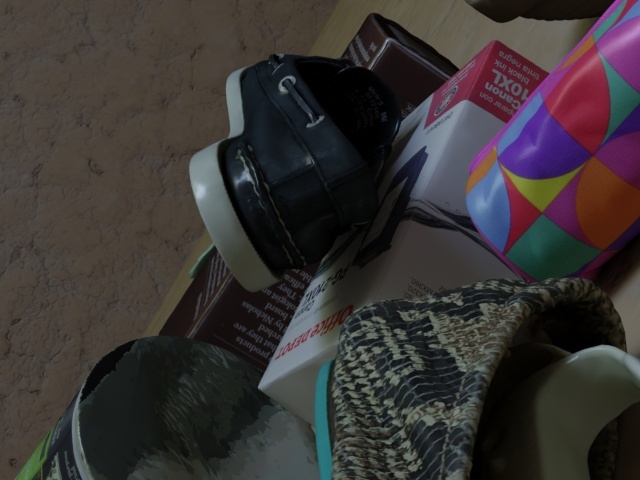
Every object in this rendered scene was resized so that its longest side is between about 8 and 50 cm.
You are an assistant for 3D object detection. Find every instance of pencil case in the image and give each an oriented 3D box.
[{"bbox_3d":[0.172,-0.082,0.672,0.236,0.104,0.104,-54,11,27],"label":"pencil case"}]

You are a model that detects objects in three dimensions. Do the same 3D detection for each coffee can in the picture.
[{"bbox_3d":[-0.146,0.232,0.958,0.275,0.201,0.201,-50,13,34],"label":"coffee can"}]

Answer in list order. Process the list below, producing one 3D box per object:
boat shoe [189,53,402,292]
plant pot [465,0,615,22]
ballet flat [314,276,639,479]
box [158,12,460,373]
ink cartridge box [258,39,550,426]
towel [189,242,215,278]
[{"bbox_3d":[0.000,-0.070,0.863,0.113,0.127,0.340,-25,9,12],"label":"boat shoe"},{"bbox_3d":[0.213,-0.240,0.913,0.237,0.110,0.237,-55,10,14],"label":"plant pot"},{"bbox_3d":[0.070,0.136,0.420,0.182,0.164,0.483,-25,20,18],"label":"ballet flat"},{"bbox_3d":[0.000,0.000,1.138,0.381,0.143,0.191,-54,11,13],"label":"box"},{"bbox_3d":[0.073,0.012,0.855,0.237,0.100,0.172,-63,11,-25],"label":"ink cartridge box"},{"bbox_3d":[-0.008,-0.083,1.397,0.248,0.038,0.325,-54,-9,25],"label":"towel"}]
